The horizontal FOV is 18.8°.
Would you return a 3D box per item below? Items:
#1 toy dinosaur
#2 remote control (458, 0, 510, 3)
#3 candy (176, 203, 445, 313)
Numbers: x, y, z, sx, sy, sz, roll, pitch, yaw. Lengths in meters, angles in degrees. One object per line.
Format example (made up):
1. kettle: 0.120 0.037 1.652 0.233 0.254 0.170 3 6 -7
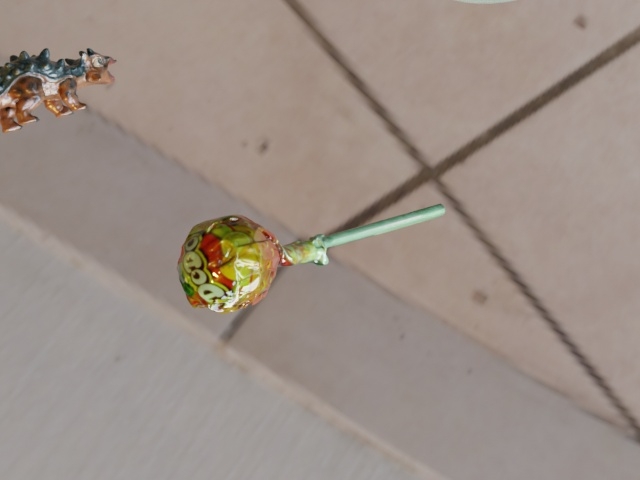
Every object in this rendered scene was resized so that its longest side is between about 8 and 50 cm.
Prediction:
1. toy dinosaur: -0.213 -0.109 1.397 0.049 0.154 0.055 -7 97 58
2. remote control: 0.084 -0.110 0.239 0.140 0.056 0.296 18 155 -40
3. candy: 0.000 0.000 1.186 0.060 0.201 0.060 22 118 49
